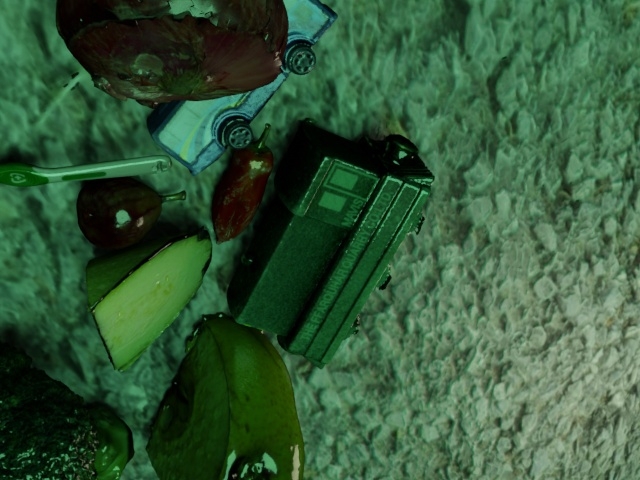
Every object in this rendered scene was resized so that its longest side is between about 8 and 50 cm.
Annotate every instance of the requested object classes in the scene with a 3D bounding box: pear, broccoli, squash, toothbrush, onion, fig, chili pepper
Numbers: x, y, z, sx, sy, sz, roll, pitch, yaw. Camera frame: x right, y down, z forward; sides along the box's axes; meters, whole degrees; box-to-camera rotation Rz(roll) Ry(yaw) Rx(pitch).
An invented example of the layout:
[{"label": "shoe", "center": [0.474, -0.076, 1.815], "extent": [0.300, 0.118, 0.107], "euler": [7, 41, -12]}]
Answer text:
[{"label": "pear", "center": [-0.100, 0.259, 1.052], "extent": [0.164, 0.255, 0.238], "euler": [16, 107, -32]}, {"label": "broccoli", "center": [-0.359, 0.262, 0.951], "extent": [0.297, 0.297, 0.297], "euler": [-52, 166, 11]}, {"label": "squash", "center": [-0.219, 0.043, 0.967], "extent": [0.184, 0.085, 0.192], "euler": [-45, 162, -27]}, {"label": "toothbrush", "center": [-0.310, -0.071, 0.845], "extent": [0.304, 0.030, 0.030], "euler": [-7, 124, -13]}, {"label": "onion", "center": [-0.107, -0.183, 0.621], "extent": [0.184, 0.184, 0.147], "euler": [18, 75, -34]}, {"label": "fig", "center": [-0.213, -0.038, 0.918], "extent": [0.125, 0.089, 0.089], "euler": [-16, 131, -49]}, {"label": "chili pepper", "center": [-0.092, -0.067, 0.970], "extent": [0.059, 0.050, 0.191], "euler": [4, 131, -32]}]

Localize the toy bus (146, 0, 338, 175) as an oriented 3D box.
[{"label": "toy bus", "center": [-0.089, -0.182, 0.876], "extent": [0.094, 0.079, 0.236], "euler": [34, 101, -37]}]

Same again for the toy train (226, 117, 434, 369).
[{"label": "toy train", "center": [0.000, 0.000, 1.015], "extent": [0.178, 0.138, 0.330], "euler": [19, 113, -25]}]
